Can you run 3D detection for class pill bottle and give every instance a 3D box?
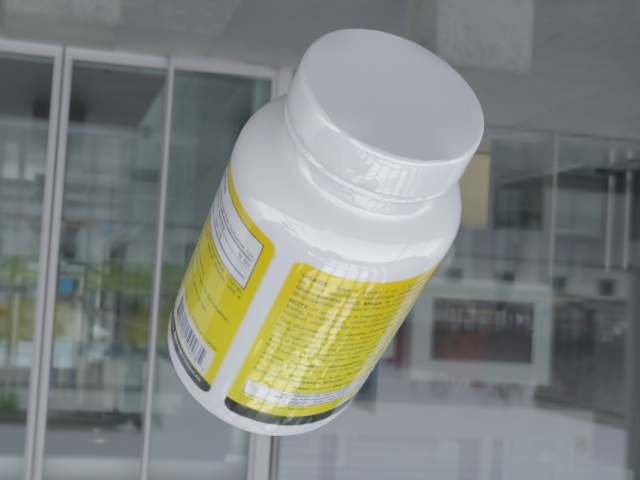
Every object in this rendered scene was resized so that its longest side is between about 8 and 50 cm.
[{"bbox_3d":[0.000,0.000,0.885,0.187,0.188,0.334,5,139,-21],"label":"pill bottle"}]
